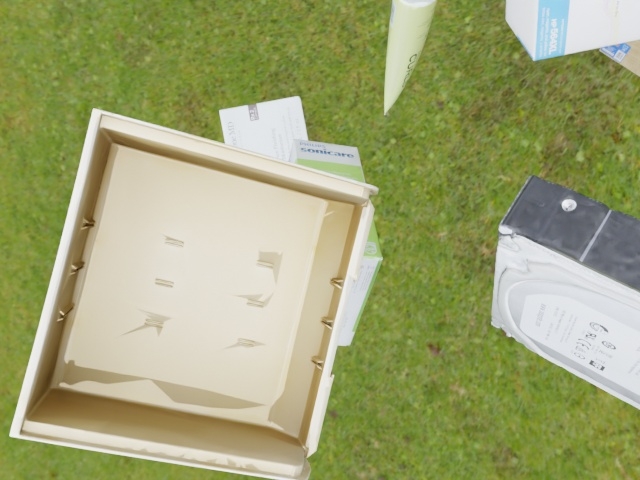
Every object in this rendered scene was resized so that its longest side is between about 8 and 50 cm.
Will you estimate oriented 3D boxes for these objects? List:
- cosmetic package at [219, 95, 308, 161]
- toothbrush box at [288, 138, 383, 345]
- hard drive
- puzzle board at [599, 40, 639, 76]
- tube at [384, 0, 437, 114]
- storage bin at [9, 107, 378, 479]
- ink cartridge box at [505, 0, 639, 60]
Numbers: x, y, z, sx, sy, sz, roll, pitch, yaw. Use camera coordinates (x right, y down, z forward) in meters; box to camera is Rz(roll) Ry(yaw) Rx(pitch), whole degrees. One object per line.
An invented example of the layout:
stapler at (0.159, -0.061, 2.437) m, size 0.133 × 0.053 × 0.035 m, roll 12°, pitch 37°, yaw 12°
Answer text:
cosmetic package at (-0.121, -0.224, 1.560) m, size 0.183 × 0.151 × 0.151 m, roll -11°, pitch 86°, yaw -2°
toothbrush box at (0.000, 0.000, 1.130) m, size 0.122 × 0.283 × 0.206 m, roll 5°, pitch 131°, yaw -13°
hard drive at (0.303, 0.093, 0.555) m, size 0.339 × 0.064 × 0.237 m, roll 28°, pitch 163°, yaw 22°
puzzle board at (0.518, -0.320, 1.092) m, size 0.096 × 0.011 × 0.128 m, roll -61°, pitch 37°, yaw 27°
tube at (0.128, -0.288, 1.013) m, size 0.240 × 0.070 × 0.062 m, roll 94°, pitch 156°, yaw -66°
storage bin at (-0.098, 0.053, 0.613) m, size 0.260 × 0.123 × 0.262 m, roll 14°, pitch 88°, yaw -12°
ink cartridge box at (0.253, -0.236, 0.623) m, size 0.143 × 0.092 × 0.090 m, roll -10°, pitch 133°, yaw 2°
